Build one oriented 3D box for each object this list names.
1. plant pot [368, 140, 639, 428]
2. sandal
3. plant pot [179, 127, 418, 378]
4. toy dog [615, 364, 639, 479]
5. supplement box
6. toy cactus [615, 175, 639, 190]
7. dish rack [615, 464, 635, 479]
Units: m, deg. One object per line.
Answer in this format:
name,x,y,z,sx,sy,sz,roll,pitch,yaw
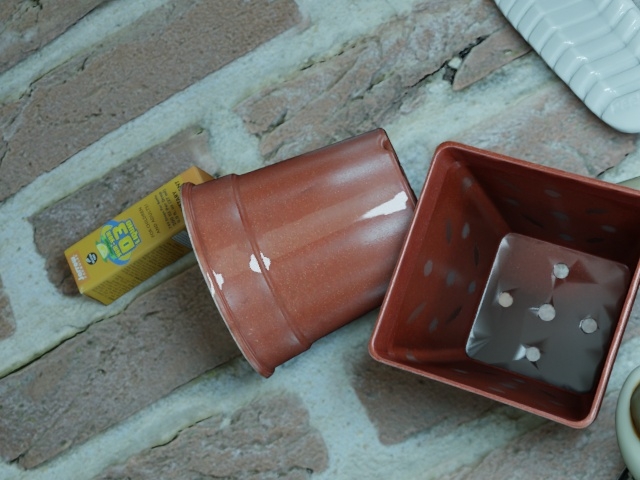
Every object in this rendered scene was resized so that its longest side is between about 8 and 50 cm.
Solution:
plant pot,0.249,0.065,1.599,0.267,0.236,0.267,17,85,22
sandal,0.330,-0.304,1.737,0.169,0.102,0.416,-35,65,28
plant pot,0.000,0.000,1.711,0.265,0.272,0.272,-23,70,5
toy dog,0.456,0.295,1.412,0.395,0.284,0.408,-22,83,22
supplement box,-0.239,-0.005,1.888,0.233,0.080,0.078,-34,66,12
toy cactus,0.442,-0.062,1.647,0.180,0.112,0.219,-5,78,39
dish rack,0.376,0.398,1.563,0.208,0.074,0.271,32,90,23
